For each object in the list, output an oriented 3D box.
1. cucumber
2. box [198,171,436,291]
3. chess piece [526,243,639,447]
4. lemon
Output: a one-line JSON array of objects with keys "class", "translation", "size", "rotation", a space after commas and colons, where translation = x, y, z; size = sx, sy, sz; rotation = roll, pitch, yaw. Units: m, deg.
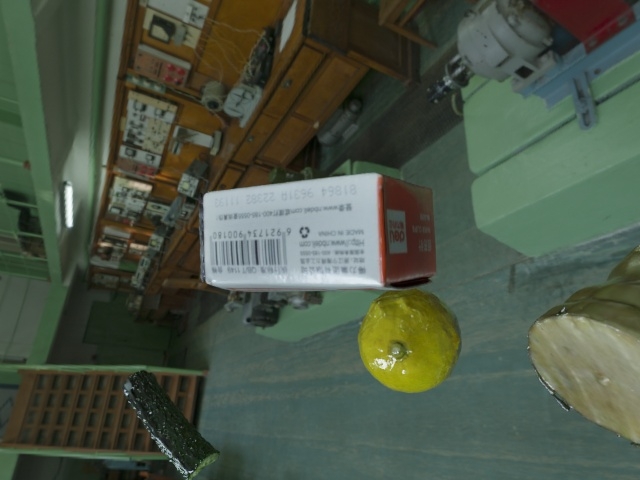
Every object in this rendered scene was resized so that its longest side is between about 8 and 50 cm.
[{"class": "cucumber", "translation": [-0.228, 0.268, 0.634], "size": [0.187, 0.058, 0.058], "rotation": [35, 112, 28]}, {"class": "box", "translation": [0.000, 0.000, 0.397], "size": [0.182, 0.133, 0.099], "rotation": [-3, 87, 29]}, {"class": "chess piece", "translation": [0.332, 0.037, 0.380], "size": [0.137, 0.301, 0.137], "rotation": [48, 157, 27]}, {"class": "lemon", "translation": [0.200, 0.218, 0.965], "size": [0.234, 0.288, 0.233], "rotation": [1, 92, 26]}]
